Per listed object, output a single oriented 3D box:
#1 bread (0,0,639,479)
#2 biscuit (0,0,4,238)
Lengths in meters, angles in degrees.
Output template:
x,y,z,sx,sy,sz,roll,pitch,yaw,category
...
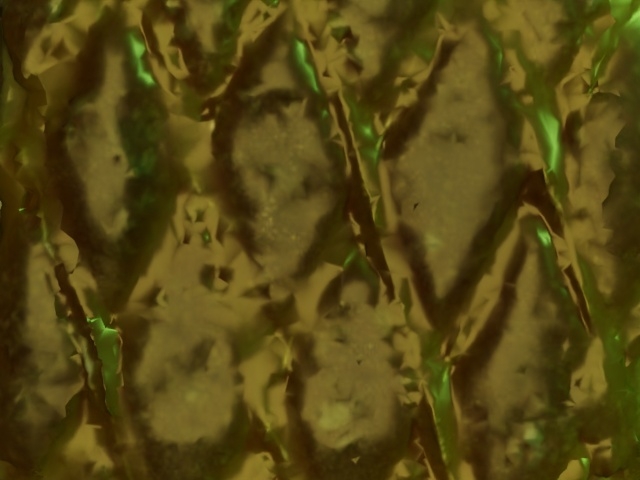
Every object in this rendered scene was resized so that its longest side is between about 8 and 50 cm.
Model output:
x,y,z,sx,sy,sz,roll,pitch,yaw,category
0.000,0.000,0.633,0.279,0.207,0.279,6,93,-4,bread
-0.107,-0.007,0.769,0.381,0.074,0.359,-20,93,-1,biscuit
